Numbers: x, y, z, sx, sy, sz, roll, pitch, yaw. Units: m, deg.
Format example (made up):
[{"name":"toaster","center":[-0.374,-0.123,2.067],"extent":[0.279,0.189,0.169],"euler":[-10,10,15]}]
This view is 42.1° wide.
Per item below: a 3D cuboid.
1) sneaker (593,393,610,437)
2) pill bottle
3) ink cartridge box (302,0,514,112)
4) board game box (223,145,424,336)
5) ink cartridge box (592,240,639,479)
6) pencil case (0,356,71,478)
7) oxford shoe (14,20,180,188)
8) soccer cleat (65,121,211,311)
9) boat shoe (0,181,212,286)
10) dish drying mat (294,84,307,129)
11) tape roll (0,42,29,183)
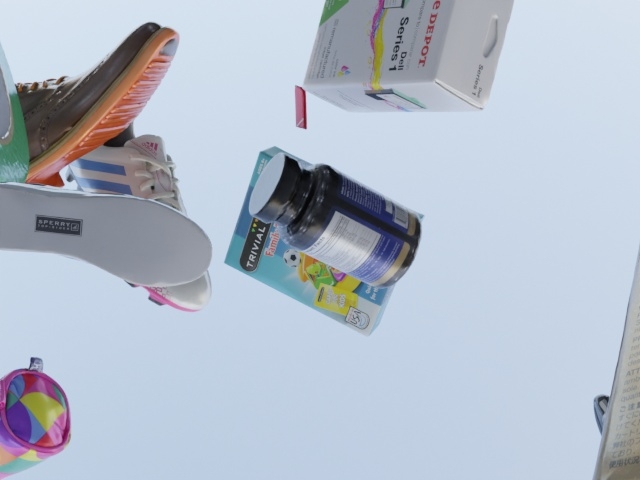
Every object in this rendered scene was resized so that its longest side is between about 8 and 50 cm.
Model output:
[{"name":"sneaker","center":[0.535,0.327,1.308],"extent":[0.132,0.086,0.229],"euler":[-21,-130,-1]},{"name":"pill bottle","center":[0.020,-0.030,1.127],"extent":[0.219,0.123,0.123],"euler":[27,-135,-21]},{"name":"ink cartridge box","center":[0.123,-0.299,1.212],"extent":[0.117,0.201,0.278],"euler":[19,174,-41]},{"name":"board game box","center":[0.000,0.000,1.636],"extent":[0.336,0.254,0.079],"euler":[26,-158,14]},{"name":"ink cartridge box","center":[0.242,0.029,0.336],"extent":[0.088,0.234,0.193],"euler":[41,-129,-14]},{"name":"pencil case","center":[-0.366,0.210,0.864],"extent":[0.236,0.104,0.104],"euler":[-30,-134,24]},{"name":"oxford shoe","center":[-0.327,-0.155,1.010],"extent":[0.363,0.130,0.133],"euler":[-40,-88,10]},{"name":"soccer cleat","center":[-0.235,-0.053,1.113],"extent":[0.116,0.143,0.331],"euler":[5,-142,-54]},{"name":"boat shoe","center":[-0.132,-0.009,0.474],"extent":[0.142,0.049,0.040],"euler":[12,-171,-12]},{"name":"dish drying mat","center":[-0.039,-0.260,1.625],"extent":[0.008,0.083,0.032],"euler":[-22,-147,-36]},{"name":"tape roll","center":[-0.363,-0.189,0.749],"extent":[0.077,0.321,0.321],"euler":[-18,-127,-5]}]
